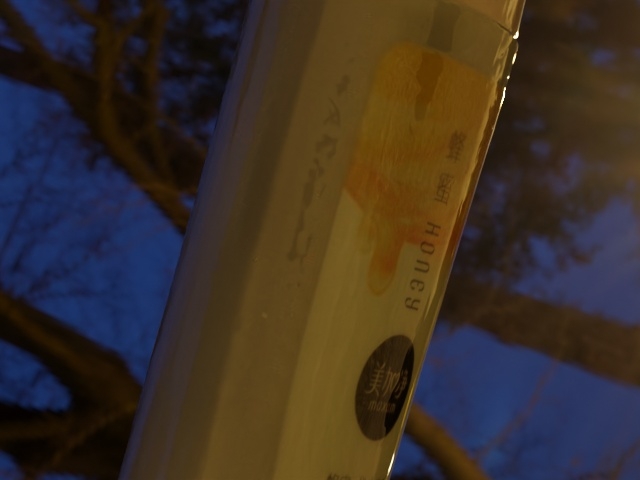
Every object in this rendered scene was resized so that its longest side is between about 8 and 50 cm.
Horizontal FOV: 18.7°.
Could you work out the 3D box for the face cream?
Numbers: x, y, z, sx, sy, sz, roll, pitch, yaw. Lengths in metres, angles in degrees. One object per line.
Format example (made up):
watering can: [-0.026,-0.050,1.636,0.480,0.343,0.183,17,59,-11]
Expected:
face cream: [0.000,0.000,0.583,0.107,0.073,0.269,18,-92,-64]
